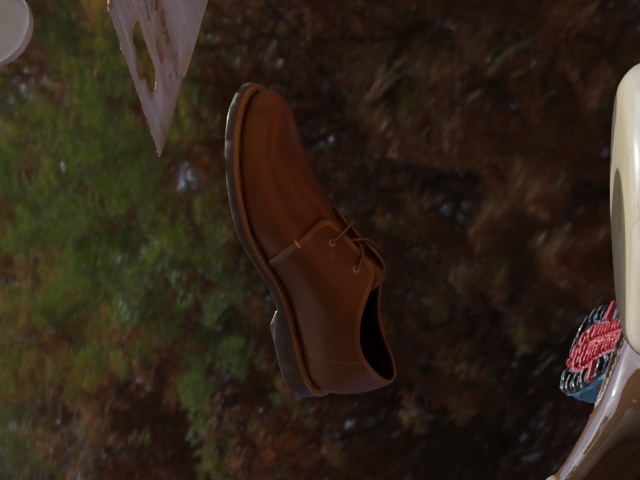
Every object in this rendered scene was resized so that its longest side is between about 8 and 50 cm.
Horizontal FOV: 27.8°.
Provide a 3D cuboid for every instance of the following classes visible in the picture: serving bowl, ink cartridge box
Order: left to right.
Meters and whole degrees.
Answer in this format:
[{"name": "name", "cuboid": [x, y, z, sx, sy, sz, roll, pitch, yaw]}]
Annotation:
[{"name": "serving bowl", "cuboid": [-0.322, -0.210, 1.299, 0.083, 0.027, 0.083, -5, -105, 19]}, {"name": "ink cartridge box", "cuboid": [-0.130, -0.204, 0.956, 0.056, 0.181, 0.225, 8, -120, 11]}]

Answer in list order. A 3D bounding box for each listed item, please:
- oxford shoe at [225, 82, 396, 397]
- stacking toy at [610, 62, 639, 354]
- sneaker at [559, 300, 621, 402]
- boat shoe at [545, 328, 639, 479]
[{"name": "oxford shoe", "cuboid": [0.000, 0.000, 0.781, 0.076, 0.212, 0.076, -3, -150, 28]}, {"name": "stacking toy", "cuboid": [0.303, -0.019, 0.583, 0.330, 0.141, 0.141, -2, -128, 8]}, {"name": "sneaker", "cuboid": [0.303, 0.097, 1.060, 0.125, 0.262, 0.104, 23, -102, -8]}, {"name": "boat shoe", "cuboid": [0.188, 0.150, 0.789, 0.095, 0.257, 0.095, -4, -164, -21]}]
